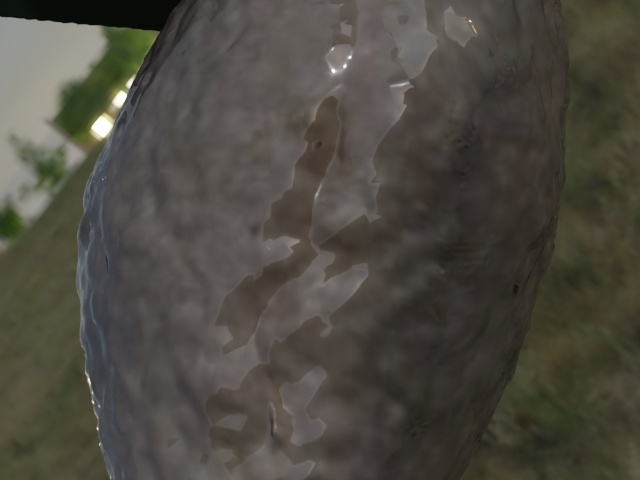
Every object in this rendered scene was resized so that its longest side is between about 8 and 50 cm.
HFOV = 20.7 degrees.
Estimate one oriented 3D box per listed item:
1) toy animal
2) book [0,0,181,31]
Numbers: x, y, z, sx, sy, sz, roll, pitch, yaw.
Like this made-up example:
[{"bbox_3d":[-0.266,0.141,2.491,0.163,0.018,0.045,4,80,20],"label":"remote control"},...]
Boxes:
[{"bbox_3d":[0.002,-0.007,0.719,0.226,0.188,0.358,-47,-25,-82],"label":"toy animal"},{"bbox_3d":[-0.051,-0.209,0.841,0.043,0.371,0.260,-92,11,-49],"label":"book"}]
